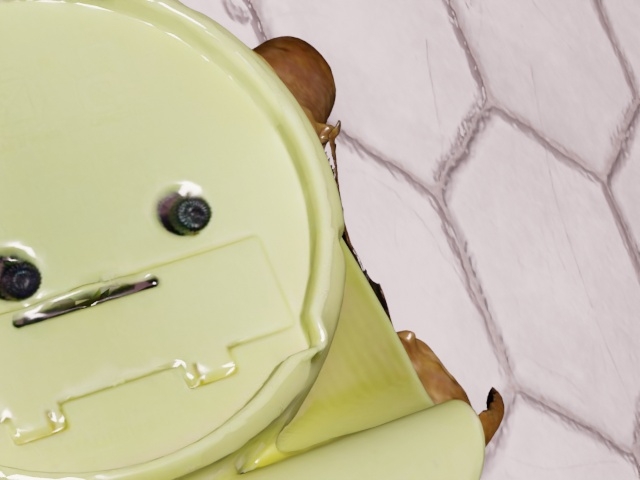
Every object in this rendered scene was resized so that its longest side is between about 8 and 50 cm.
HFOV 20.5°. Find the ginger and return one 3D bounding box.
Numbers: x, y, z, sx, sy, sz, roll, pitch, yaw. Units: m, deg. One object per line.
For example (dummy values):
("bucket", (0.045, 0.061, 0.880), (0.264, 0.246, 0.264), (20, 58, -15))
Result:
("ginger", (-0.011, 0.008, 0.986), (0.107, 0.133, 0.309), (77, -11, -62))

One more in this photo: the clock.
("clock", (-0.116, 0.015, 0.758), (0.286, 0.117, 0.348), (-18, 73, -21))
